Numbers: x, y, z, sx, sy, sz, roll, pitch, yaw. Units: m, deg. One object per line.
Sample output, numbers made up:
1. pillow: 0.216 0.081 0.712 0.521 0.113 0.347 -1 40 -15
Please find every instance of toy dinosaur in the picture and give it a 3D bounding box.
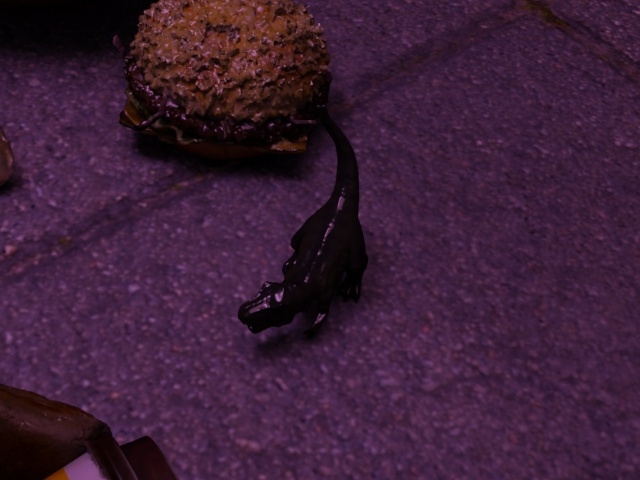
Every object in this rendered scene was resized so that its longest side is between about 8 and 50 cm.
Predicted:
1. toy dinosaur: 0.000 0.000 0.938 0.087 0.178 0.187 20 51 10

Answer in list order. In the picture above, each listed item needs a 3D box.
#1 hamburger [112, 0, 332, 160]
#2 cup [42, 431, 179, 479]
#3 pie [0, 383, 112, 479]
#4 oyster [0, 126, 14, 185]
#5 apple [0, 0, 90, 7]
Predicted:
1. hamburger: -0.105 -0.191 1.118 0.243 0.138 0.261 6 47 -5
2. cup: -0.196 0.260 0.681 0.280 0.196 0.196 -24 56 -19
3. pie: -0.261 0.146 0.784 0.194 0.163 0.078 3 57 11
4. oyster: -0.473 -0.139 1.038 0.352 0.114 0.238 22 40 4
5. apple: -0.321 -0.479 1.139 0.474 0.473 0.473 5 48 -5
